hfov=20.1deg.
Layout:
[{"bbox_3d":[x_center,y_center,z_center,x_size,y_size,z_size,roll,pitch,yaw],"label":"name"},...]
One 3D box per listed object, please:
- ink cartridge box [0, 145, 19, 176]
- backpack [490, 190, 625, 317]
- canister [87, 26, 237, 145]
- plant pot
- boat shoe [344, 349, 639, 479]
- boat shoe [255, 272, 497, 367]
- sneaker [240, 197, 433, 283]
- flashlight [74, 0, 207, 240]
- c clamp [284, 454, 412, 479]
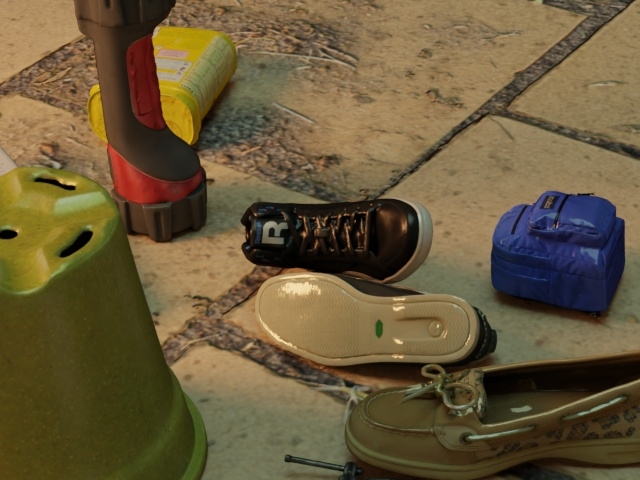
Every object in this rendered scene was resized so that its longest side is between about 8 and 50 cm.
[{"bbox_3d":[-0.420,0.024,1.773,0.324,0.071,0.330,-23,48,-26],"label":"ink cartridge box"},{"bbox_3d":[0.224,0.004,1.720,0.120,0.101,0.098,7,29,21],"label":"backpack"},{"bbox_3d":[-0.175,-0.177,2.051,0.126,0.073,0.170,7,34,15],"label":"canister"},{"bbox_3d":[-0.242,0.089,1.502,0.276,0.253,0.276,-2,34,1],"label":"plant pot"},{"bbox_3d":[0.162,0.137,1.533,0.285,0.089,0.104,-5,34,-4],"label":"boat shoe"},{"bbox_3d":[0.048,0.078,1.668,0.233,0.084,0.079,7,-2,27],"label":"boat shoe"},{"bbox_3d":[0.000,0.000,1.689,0.121,0.079,0.217,5,-6,-32],"label":"sneaker"},{"bbox_3d":[-0.172,-0.149,1.802,0.103,0.304,0.103,18,39,27],"label":"flashlight"},{"bbox_3d":[0.034,0.235,1.469,0.137,0.022,0.160,3,33,1],"label":"c clamp"}]
